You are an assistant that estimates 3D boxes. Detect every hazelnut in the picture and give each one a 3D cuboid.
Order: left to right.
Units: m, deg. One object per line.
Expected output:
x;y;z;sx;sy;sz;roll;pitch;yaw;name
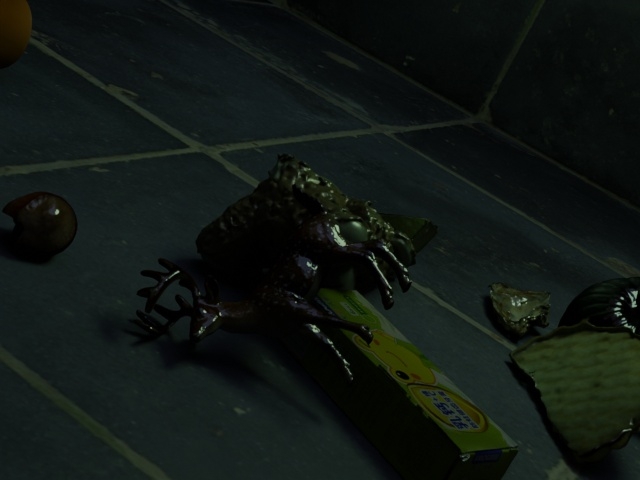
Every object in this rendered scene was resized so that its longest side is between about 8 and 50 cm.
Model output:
-0.326;-0.019;1.188;0.086;0.086;0.086;23;20;-9;hazelnut

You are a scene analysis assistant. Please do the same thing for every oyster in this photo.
0.331;0.115;1.691;0.105;0.056;0.177;13;20;-2;oyster

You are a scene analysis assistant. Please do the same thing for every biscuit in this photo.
0.385;0.194;1.419;0.036;0.187;0.273;60;7;-27;biscuit

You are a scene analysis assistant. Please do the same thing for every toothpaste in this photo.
0.078;0.170;1.204;0.110;0.077;0.327;8;26;-45;toothpaste

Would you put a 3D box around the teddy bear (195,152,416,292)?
0.000;0.000;1.374;0.267;0.156;0.256;-5;-30;34;teddy bear

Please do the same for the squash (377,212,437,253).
0.080;0.005;1.547;0.184;0.085;0.192;4;-6;13;squash

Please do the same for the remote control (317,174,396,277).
0.040;-0.029;1.714;0.090;0.038;0.309;12;25;-34;remote control

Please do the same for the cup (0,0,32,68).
-0.604;-0.354;1.584;0.226;0.182;0.264;1;-4;33;cup

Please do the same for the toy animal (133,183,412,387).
-0.053;0.058;1.162;0.260;0.087;0.243;28;60;12;toy animal

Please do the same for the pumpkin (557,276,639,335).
0.491;0.154;1.573;0.250;0.216;0.250;-5;35;4;pumpkin
